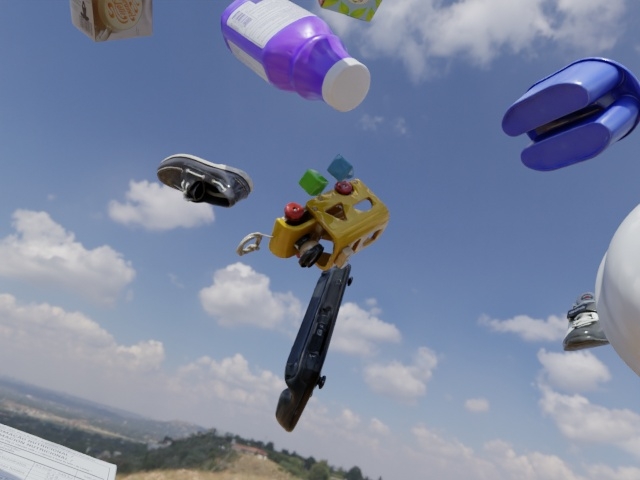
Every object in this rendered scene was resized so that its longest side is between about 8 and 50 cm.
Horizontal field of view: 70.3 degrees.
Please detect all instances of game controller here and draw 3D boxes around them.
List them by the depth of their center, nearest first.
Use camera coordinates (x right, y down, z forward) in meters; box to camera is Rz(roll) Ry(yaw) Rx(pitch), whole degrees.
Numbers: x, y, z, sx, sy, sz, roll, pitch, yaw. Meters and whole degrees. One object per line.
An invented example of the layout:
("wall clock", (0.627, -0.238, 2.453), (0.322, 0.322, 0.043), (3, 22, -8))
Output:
("game controller", (-0.004, 0.170, 0.793), (0.067, 0.319, 0.166), (15, -59, 6))

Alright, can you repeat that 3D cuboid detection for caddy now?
("caddy", (0.673, -0.336, 1.230), (0.241, 0.179, 0.341), (56, -22, -7))

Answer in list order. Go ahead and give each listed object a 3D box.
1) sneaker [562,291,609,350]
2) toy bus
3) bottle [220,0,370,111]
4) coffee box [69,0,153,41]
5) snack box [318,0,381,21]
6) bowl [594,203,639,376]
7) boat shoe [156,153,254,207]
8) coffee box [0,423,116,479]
("sneaker", (0.721, 0.216, 1.231), (0.123, 0.146, 0.331), (-23, -17, 37))
("toy bus", (0.010, -0.008, 0.685), (0.104, 0.202, 0.191), (47, 10, 20))
("bottle", (-0.039, -0.281, 0.674), (0.283, 0.118, 0.092), (45, -14, 34))
("coffee box", (-0.436, -0.558, 0.940), (0.098, 0.141, 0.246), (39, -45, 21))
("snack box", (0.049, -0.363, 0.446), (0.070, 0.174, 0.207), (2, -32, -30))
("bowl", (0.429, 0.022, 0.450), (0.298, 0.297, 0.134), (-8, -39, 39))
("boat shoe", (-0.220, -0.101, 0.806), (0.206, 0.064, 0.075), (12, -40, 23))
("coffee box", (-0.433, 0.365, 0.399), (0.338, 0.337, 0.334), (31, -13, -17))
